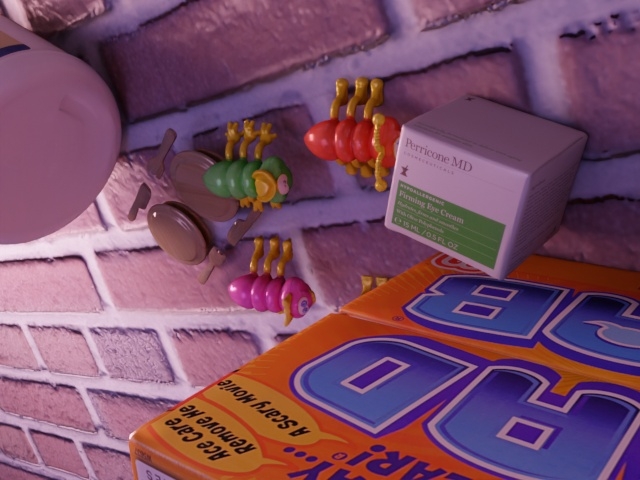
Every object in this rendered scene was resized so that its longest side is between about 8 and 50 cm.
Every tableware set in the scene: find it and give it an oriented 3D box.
[{"bbox_3d":[-0.138,-0.039,0.796,0.128,0.039,0.194,42,141,-2],"label":"tableware set"}]

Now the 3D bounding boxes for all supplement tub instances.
[{"bbox_3d":[-0.416,-0.159,0.832,0.316,0.228,0.228,31,131,25],"label":"supplement tub"}]

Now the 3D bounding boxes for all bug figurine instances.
[{"bbox_3d":[0.000,0.000,0.653,0.216,0.072,0.278,2,116,25],"label":"bug figurine"}]

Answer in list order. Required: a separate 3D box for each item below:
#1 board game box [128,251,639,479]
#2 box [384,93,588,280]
[{"bbox_3d":[0.159,0.240,0.437,0.356,0.356,0.356,10,112,37],"label":"board game box"},{"bbox_3d":[0.119,-0.043,0.521,0.101,0.102,0.087,27,127,29],"label":"box"}]
